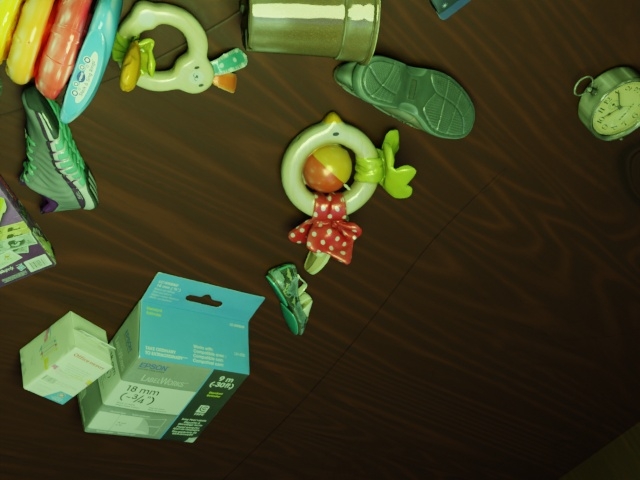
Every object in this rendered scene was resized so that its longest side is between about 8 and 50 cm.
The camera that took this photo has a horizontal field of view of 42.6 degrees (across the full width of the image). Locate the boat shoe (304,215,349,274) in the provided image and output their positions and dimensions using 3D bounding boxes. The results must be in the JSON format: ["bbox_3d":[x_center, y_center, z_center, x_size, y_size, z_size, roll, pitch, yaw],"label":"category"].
[{"bbox_3d":[0.000,0.000,1.481,0.045,0.050,0.135,16,114,-31],"label":"boat shoe"}]

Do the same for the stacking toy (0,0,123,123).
[{"bbox_3d":[-0.395,-0.280,0.967,0.301,0.166,0.175,20,124,-20],"label":"stacking toy"}]

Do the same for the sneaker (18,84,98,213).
[{"bbox_3d":[-0.394,-0.115,1.160,0.098,0.083,0.224,-15,138,-3],"label":"sneaker"}]

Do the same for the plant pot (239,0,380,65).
[{"bbox_3d":[-0.021,-0.315,1.085,0.165,0.167,0.167,-3,134,-11],"label":"plant pot"}]

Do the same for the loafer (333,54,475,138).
[{"bbox_3d":[0.137,-0.233,1.304,0.267,0.084,0.096,16,93,-40],"label":"loafer"}]

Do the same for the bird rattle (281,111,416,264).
[{"bbox_3d":[0.025,-0.098,1.360,0.253,0.143,0.207,-40,114,18],"label":"bird rattle"}]

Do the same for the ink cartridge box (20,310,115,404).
[{"bbox_3d":[-0.440,0.202,1.443,0.143,0.090,0.092,-36,137,11],"label":"ink cartridge box"}]

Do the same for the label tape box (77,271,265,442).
[{"bbox_3d":[-0.272,0.232,1.540,0.240,0.106,0.334,16,124,-37],"label":"label tape box"}]

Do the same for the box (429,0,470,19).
[{"bbox_3d":[0.187,-0.418,1.160,0.136,0.037,0.225,-36,138,12],"label":"box"}]

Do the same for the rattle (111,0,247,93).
[{"bbox_3d":[-0.176,-0.229,1.108,0.199,0.143,0.130,29,98,-35],"label":"rattle"}]

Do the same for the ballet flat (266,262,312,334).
[{"bbox_3d":[-0.047,0.111,1.559,0.070,0.070,0.188,-22,141,-4],"label":"ballet flat"}]

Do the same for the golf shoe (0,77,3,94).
[{"bbox_3d":[-0.479,-0.225,1.024,0.077,0.094,0.198,-48,160,-3],"label":"golf shoe"}]

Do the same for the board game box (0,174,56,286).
[{"bbox_3d":[-0.604,0.025,1.226,0.346,0.056,0.208,-22,142,-4],"label":"board game box"}]

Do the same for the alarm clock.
[{"bbox_3d":[0.511,-0.251,1.453,0.192,0.064,0.129,15,125,-38],"label":"alarm clock"}]
